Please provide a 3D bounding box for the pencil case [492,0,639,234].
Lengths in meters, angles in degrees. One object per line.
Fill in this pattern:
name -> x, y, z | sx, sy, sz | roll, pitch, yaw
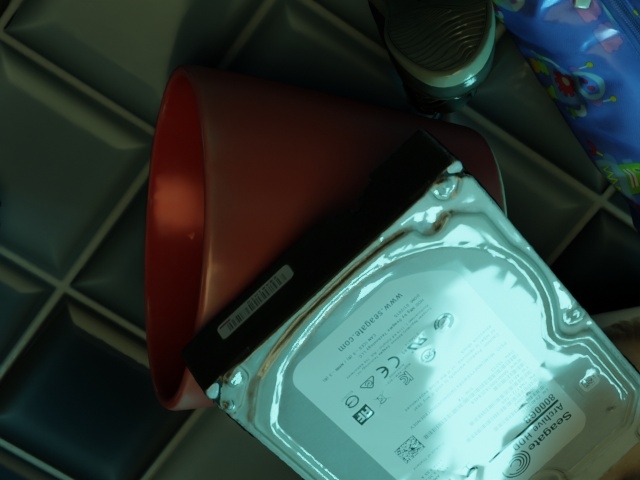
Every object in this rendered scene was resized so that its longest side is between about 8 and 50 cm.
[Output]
pencil case -> 0.231, -0.139, 1.296 | 0.119, 0.133, 0.306 | -43, 112, -10

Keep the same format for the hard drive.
hard drive -> 0.089, 0.107, 1.215 | 0.237, 0.064, 0.339 | -42, 129, 2

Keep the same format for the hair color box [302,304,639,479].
hair color box -> 0.156, 0.169, 1.409 | 0.347, 0.105, 0.174 | -11, 76, 4

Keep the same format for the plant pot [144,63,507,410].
plant pot -> 0.000, 0.000, 1.297 | 0.243, 0.275, 0.275 | 2, 116, -15

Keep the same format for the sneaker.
sneaker -> 0.098, -0.134, 1.247 | 0.083, 0.222, 0.118 | -22, 119, 3
